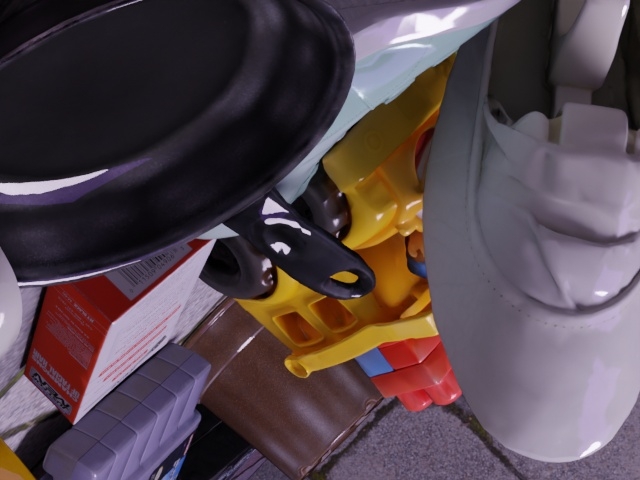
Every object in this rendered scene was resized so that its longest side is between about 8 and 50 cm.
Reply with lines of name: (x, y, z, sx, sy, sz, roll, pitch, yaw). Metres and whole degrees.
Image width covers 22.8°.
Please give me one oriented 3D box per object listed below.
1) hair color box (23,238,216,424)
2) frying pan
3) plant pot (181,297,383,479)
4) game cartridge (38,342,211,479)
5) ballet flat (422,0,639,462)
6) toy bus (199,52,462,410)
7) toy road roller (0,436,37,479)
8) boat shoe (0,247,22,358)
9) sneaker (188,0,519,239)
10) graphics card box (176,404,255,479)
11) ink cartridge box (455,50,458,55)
hair color box: (-0.129, 0.042, 0.993, 0.093, 0.053, 0.167, -42, 170, -31)
frying pan: (-0.036, -0.045, 0.687, 0.326, 0.053, 0.197, 0, 144, -48)
plant pot: (-0.035, 0.132, 1.517, 0.167, 0.165, 0.167, -45, 172, -8)
game cartridge: (-0.207, 0.277, 1.380, 0.230, 0.068, 0.355, -35, 151, -59)
ballet flat: (0.136, -0.084, 0.876, 0.139, 0.139, 0.400, 109, -12, -72)
toy bus: (0.039, 0.007, 1.000, 0.149, 0.211, 0.220, -43, -172, -35)
toy road roller: (-0.247, 0.209, 0.899, 0.202, 0.240, 0.329, -43, 134, -17)
boat shoe: (-0.198, 0.074, 0.622, 0.079, 0.095, 0.254, -32, 176, -44)
sneaker: (0.007, -0.095, 0.835, 0.256, 0.094, 0.151, -31, 160, -25)
graphics card box: (-0.217, 0.323, 1.812, 0.371, 0.094, 0.233, -51, 170, 31)
ink cartridge box: (0.138, -0.197, 1.110, 0.209, 0.062, 0.109, -44, 171, -13)
